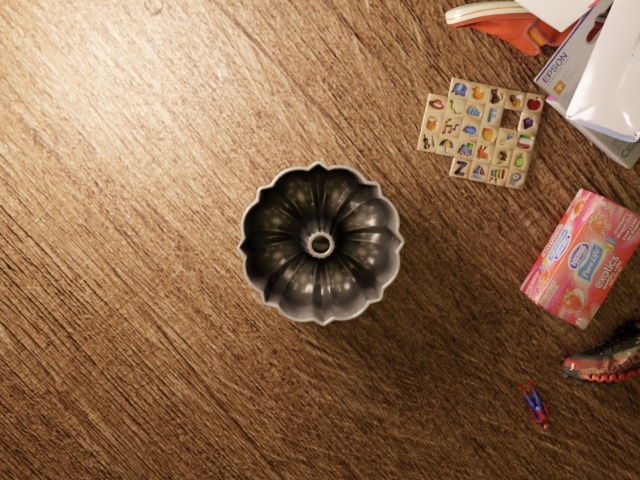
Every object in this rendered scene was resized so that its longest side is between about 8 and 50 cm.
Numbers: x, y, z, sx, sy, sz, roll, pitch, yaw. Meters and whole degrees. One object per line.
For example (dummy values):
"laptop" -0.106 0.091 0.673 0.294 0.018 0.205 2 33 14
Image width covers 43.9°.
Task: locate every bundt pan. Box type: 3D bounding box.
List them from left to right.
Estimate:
"bundt pan" 0.000 0.000 1.613 0.331 0.124 0.330 0 100 -2

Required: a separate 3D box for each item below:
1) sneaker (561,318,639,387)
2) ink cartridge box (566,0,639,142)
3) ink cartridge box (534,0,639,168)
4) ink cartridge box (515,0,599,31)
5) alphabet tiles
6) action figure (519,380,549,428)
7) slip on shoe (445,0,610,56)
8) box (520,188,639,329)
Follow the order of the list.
"sneaker" 0.646 0.235 1.689 0.276 0.097 0.135 -6 101 -3
"ink cartridge box" 0.641 -0.299 1.412 0.395 0.151 0.270 -1 116 -46
"ink cartridge box" 0.596 -0.356 1.538 0.330 0.071 0.324 33 99 -29
"ink cartridge box" 0.495 -0.553 1.431 0.117 0.207 0.283 32 70 -7
"alphabet tiles" 0.327 -0.223 1.640 0.237 0.009 0.198 11 100 -3
"action figure" 0.475 0.365 1.743 0.038 0.030 0.115 -28 102 -1
"slip on shoe" 0.408 -0.414 1.556 0.331 0.123 0.101 4 104 -7
"box" 0.539 0.035 1.633 0.123 0.128 0.257 28 99 -7
